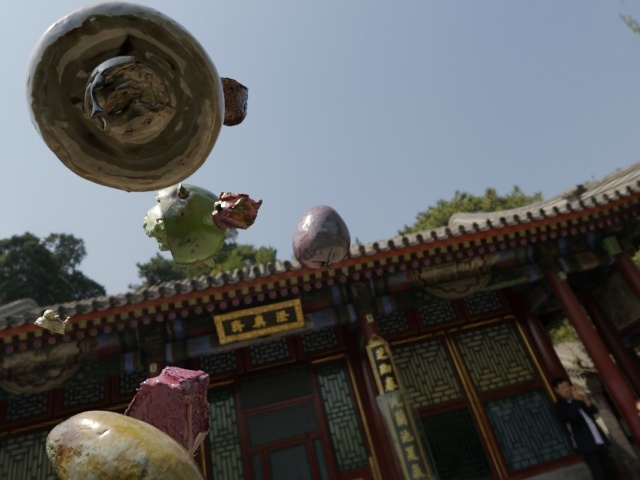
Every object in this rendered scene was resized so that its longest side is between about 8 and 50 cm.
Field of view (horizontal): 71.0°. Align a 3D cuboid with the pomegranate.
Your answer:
[{"bbox_3d":[-0.408,-0.032,1.428,0.260,0.260,0.341,-15,-35,-1],"label":"pomegranate"}]

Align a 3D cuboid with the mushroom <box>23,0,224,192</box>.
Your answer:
[{"bbox_3d":[-0.364,-0.266,0.867,0.362,0.294,0.362,-6,-73,-19],"label":"mushroom"}]

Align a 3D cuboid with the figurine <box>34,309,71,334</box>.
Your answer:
[{"bbox_3d":[-0.715,0.216,1.200,0.047,0.051,0.083,1,-29,24],"label":"figurine"}]

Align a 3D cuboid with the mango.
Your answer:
[{"bbox_3d":[-0.287,0.365,0.672,0.146,0.316,0.193,-11,-53,-65],"label":"mango"}]

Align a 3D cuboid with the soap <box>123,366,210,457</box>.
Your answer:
[{"bbox_3d":[-0.347,0.414,1.015,0.289,0.182,0.112,-57,-10,12],"label":"soap"}]

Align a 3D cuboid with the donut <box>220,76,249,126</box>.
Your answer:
[{"bbox_3d":[-0.279,-0.367,1.177,0.144,0.126,0.186,-2,10,10],"label":"donut"}]

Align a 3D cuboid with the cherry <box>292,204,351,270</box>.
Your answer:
[{"bbox_3d":[0.000,0.000,1.559,0.213,0.266,0.183,-15,-28,35],"label":"cherry"}]

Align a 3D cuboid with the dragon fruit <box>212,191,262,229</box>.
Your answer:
[{"bbox_3d":[-0.251,-0.092,1.259,0.147,0.102,0.096,-6,-43,31],"label":"dragon fruit"}]
